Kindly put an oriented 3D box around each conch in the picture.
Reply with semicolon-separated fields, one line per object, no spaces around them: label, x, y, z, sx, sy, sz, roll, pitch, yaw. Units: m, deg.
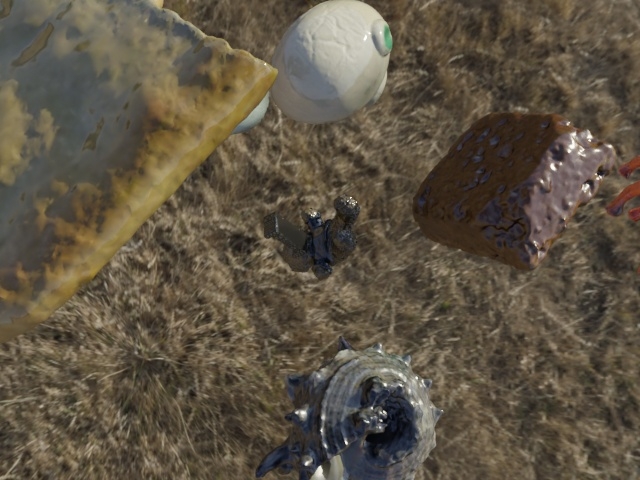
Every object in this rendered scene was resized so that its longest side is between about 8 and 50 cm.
conch;0.050;0.280;1.141;0.313;0.186;0.241;-16;103;-49

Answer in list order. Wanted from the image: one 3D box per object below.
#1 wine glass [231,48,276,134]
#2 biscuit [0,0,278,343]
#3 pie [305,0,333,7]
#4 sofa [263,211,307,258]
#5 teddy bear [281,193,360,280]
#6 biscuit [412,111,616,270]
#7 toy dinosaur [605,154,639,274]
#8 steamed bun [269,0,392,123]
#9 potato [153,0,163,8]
wine glass;-0.266;-0.315;1.607;0.357;0.190;0.191;-9;82;-54
biscuit;-0.333;-0.115;0.764;0.429;0.104;0.446;41;86;24
pie;-0.023;-0.646;1.904;0.085;0.308;0.308;-35;91;20
sofa;-0.079;-0.011;1.749;0.118;0.039;0.060;35;38;-43
teddy bear;0.016;0.006;1.874;0.129;0.251;0.182;25;56;-39
biscuit;0.405;-0.127;1.721;0.343;0.395;0.166;-48;116;-13
toy dinosaur;0.333;-0.048;0.755;0.055;0.101;0.280;41;53;-10
steamed bun;0.030;-0.268;1.178;0.130;0.177;0.228;32;48;20
potato;-0.408;-0.543;1.724;0.112;0.147;0.112;-1;109;-2
